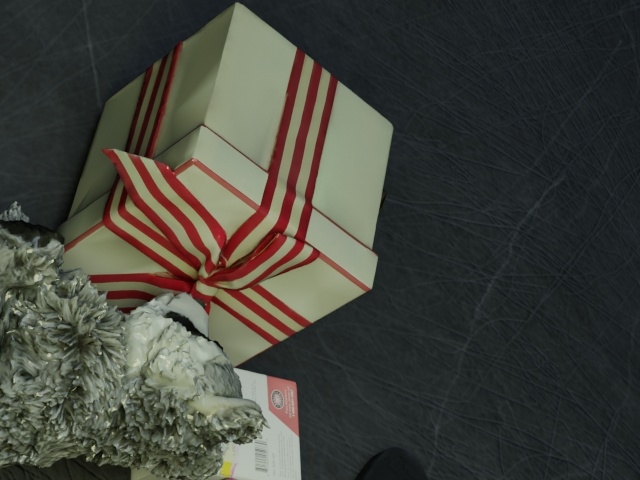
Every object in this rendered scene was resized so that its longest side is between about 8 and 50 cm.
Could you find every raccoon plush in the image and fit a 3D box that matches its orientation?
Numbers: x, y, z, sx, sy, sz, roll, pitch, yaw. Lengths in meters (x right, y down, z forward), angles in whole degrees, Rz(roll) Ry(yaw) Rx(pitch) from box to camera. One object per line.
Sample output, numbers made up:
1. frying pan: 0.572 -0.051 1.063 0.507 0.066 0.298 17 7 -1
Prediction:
1. raccoon plush: -0.263 0.191 1.548 0.299 0.216 0.446 42 76 -6

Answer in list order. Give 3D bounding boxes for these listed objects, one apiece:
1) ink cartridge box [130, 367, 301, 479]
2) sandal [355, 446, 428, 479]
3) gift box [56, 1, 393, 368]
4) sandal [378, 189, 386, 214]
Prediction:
1. ink cartridge box: -0.117 0.181 1.752 0.198 0.067 0.115 17 58 -35
2. sandal: 0.043 0.302 1.831 0.097 0.054 0.254 43 47 -14
3. gift box: -0.112 -0.041 1.754 0.276 0.255 0.258 32 44 -23
4. sandal: 0.000 0.000 1.950 0.060 0.090 0.219 39 52 12
